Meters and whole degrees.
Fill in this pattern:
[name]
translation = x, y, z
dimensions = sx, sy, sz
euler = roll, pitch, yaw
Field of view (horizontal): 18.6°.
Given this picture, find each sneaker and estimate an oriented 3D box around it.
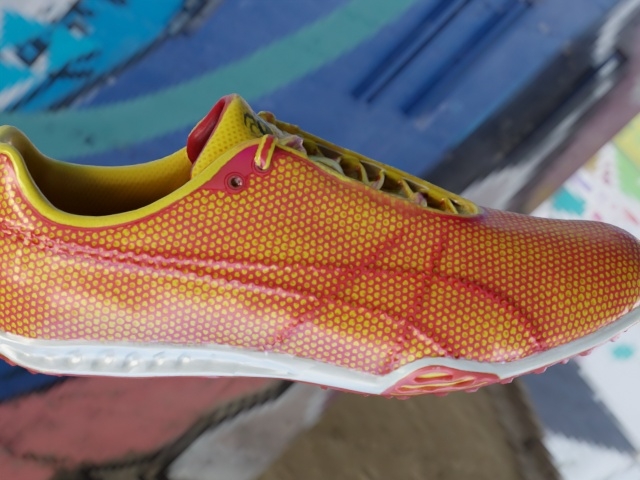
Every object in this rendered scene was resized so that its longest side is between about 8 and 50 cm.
[sneaker]
translation = 0.000, 0.000, 0.477
dimensions = 0.175, 0.067, 0.064
euler = 2, -165, -10
